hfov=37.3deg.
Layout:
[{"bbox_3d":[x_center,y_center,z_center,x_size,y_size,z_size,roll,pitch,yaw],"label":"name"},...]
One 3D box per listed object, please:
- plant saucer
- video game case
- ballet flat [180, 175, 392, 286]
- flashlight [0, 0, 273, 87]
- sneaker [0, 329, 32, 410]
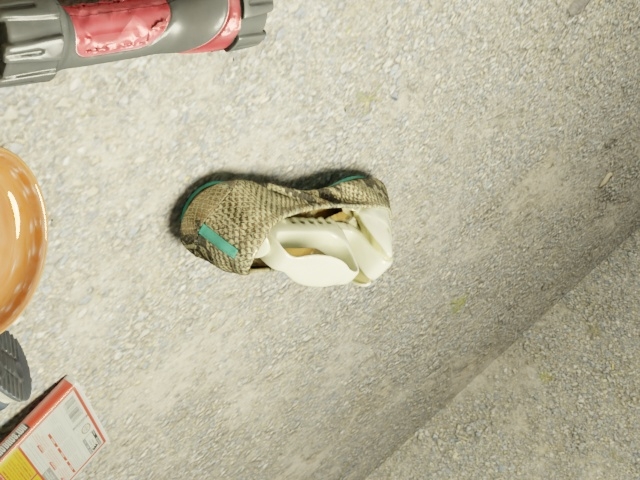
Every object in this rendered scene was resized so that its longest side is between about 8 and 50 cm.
[{"bbox_3d":[-0.349,0.002,0.952,0.200,0.037,0.200,6,90,-71],"label":"plant saucer"},{"bbox_3d":[-0.424,0.342,1.333,0.285,0.025,0.204,-49,156,-26],"label":"video game case"},{"bbox_3d":[0.000,0.000,1.407,0.483,0.182,0.164,-4,128,-56],"label":"ballet flat"},{"bbox_3d":[-0.186,-0.218,0.925,0.304,0.103,0.103,-20,116,-43],"label":"flashlight"},{"bbox_3d":[-0.433,0.108,0.983,0.131,0.112,0.319,-20,141,6],"label":"sneaker"}]
